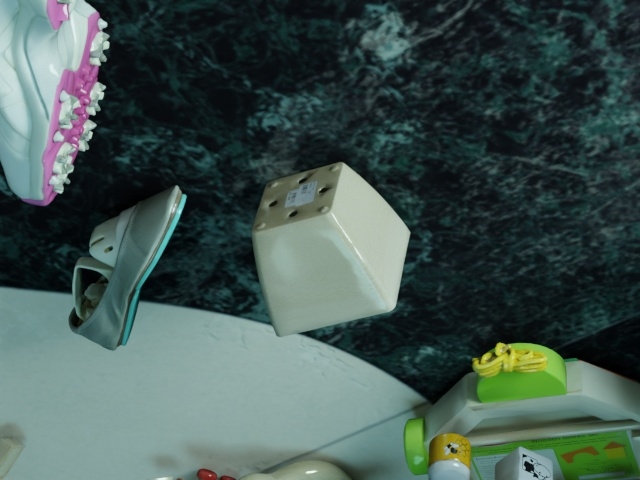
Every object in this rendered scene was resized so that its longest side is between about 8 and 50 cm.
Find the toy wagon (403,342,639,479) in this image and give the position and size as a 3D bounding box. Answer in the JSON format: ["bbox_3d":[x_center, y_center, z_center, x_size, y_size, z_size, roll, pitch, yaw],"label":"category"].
[{"bbox_3d":[0.218,0.191,1.597,0.267,0.068,0.344,-8,137,15],"label":"toy wagon"}]

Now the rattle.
[{"bbox_3d":[-0.038,0.296,1.670,0.200,0.142,0.130,16,121,-24],"label":"rattle"}]

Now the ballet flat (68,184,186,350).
[{"bbox_3d":[-0.176,0.022,1.440,0.068,0.072,0.213,22,137,-6],"label":"ballet flat"}]

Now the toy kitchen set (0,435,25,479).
[{"bbox_3d":[-0.357,0.220,1.731,0.083,0.075,0.068,35,-176,14],"label":"toy kitchen set"}]

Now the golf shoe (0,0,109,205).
[{"bbox_3d":[-0.232,-0.156,1.220,0.140,0.115,0.306,14,134,6],"label":"golf shoe"}]

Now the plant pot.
[{"bbox_3d":[0.000,0.000,1.374,0.109,0.109,0.096,-15,123,22],"label":"plant pot"}]

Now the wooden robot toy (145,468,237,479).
[{"bbox_3d":[-0.117,0.283,1.764,0.173,0.076,0.079,22,172,-19],"label":"wooden robot toy"}]

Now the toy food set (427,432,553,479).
[{"bbox_3d":[0.188,0.276,1.565,0.232,0.104,0.111,25,136,-21],"label":"toy food set"}]
